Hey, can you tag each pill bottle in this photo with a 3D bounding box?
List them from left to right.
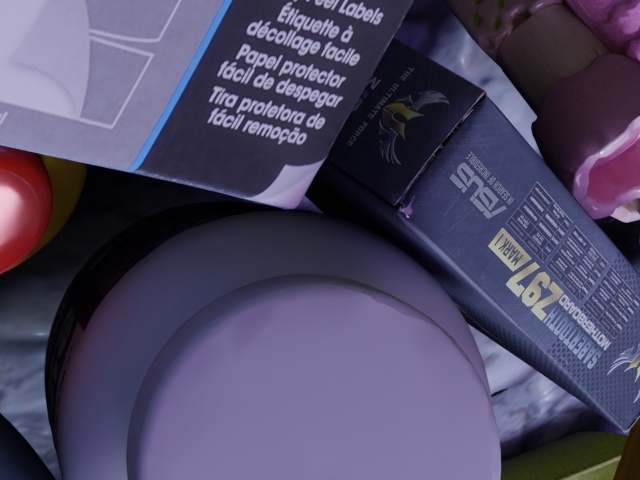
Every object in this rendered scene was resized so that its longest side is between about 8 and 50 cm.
[{"bbox_3d":[-0.026,0.070,0.780,0.169,0.169,0.301,-28,-174,-8],"label":"pill bottle"}]

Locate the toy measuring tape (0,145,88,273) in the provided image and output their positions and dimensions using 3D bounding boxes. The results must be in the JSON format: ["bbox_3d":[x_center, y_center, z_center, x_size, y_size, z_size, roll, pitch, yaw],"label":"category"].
[{"bbox_3d":[-0.204,-0.025,0.701,0.330,0.121,0.121,-13,145,-16],"label":"toy measuring tape"}]

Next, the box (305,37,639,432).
[{"bbox_3d":[0.041,-0.023,0.813,0.059,0.183,0.233,-53,141,-3],"label":"box"}]

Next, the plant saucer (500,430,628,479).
[{"bbox_3d":[0.135,0.213,1.411,0.188,0.045,0.188,-18,147,-24],"label":"plant saucer"}]

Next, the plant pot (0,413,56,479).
[{"bbox_3d":[-0.209,0.152,0.750,0.272,0.271,0.255,-23,156,-17],"label":"plant pot"}]

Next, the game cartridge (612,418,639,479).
[{"bbox_3d":[0.253,0.017,1.071,0.285,0.053,0.323,-61,175,-43],"label":"game cartridge"}]

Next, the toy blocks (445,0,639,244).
[{"bbox_3d":[0.186,-0.121,0.768,0.288,0.260,0.309,-40,149,13],"label":"toy blocks"}]

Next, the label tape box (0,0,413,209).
[{"bbox_3d":[-0.035,-0.188,0.538,0.241,0.106,0.333,11,114,-49],"label":"label tape box"}]
